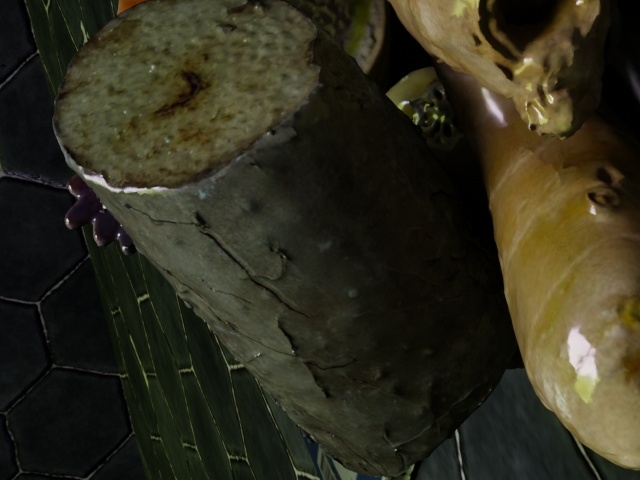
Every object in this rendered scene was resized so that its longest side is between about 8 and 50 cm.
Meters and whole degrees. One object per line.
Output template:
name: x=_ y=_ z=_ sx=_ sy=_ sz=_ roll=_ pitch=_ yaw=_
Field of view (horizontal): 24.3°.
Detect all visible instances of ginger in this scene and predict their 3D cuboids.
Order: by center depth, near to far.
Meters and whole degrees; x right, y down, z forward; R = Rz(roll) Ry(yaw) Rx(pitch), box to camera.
ginger: x=0.077 y=-0.115 z=0.660 sx=0.348 sy=0.122 sz=0.363 roll=-116 pitch=4 yaw=-64

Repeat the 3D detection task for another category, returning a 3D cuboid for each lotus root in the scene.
lotus root: x=0.061 y=-0.030 z=0.854 sx=0.183 sy=0.077 sz=0.090 roll=104 pitch=153 yaw=-58

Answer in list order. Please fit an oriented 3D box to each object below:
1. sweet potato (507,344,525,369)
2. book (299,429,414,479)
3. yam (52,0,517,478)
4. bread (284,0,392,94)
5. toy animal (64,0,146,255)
sweet potato: x=0.115 y=0.037 z=0.776 sx=0.226 sy=0.068 sz=0.068 roll=-9 pitch=98 yaw=67
book: x=0.006 y=0.062 z=1.239 sx=0.428 sy=0.039 sz=0.300 roll=99 pitch=150 yaw=-60
yam: x=0.000 y=0.000 z=0.714 sx=0.254 sy=0.154 sz=0.154 roll=53 pitch=180 yaw=-37
bread: x=-0.031 y=-0.134 z=0.963 sx=0.156 sy=0.158 sz=0.260 roll=76 pitch=169 yaw=-55
toy animal: x=-0.115 y=-0.182 z=0.854 sx=0.284 sy=0.302 sz=0.225 roll=26 pitch=136 yaw=32
